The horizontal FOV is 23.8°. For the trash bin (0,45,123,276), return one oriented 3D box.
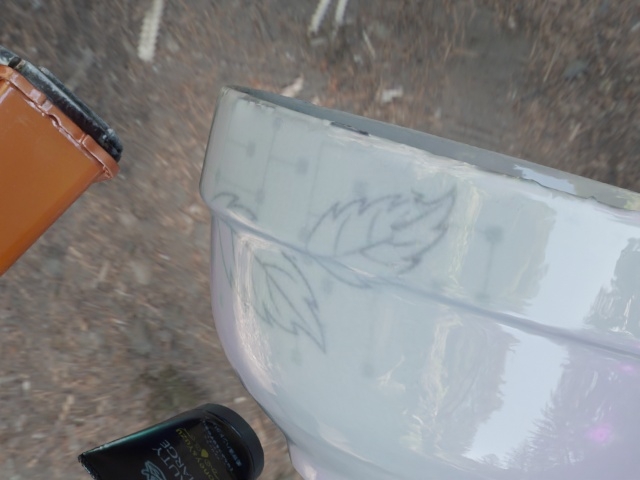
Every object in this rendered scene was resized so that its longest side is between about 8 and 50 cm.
[{"bbox_3d":[-0.343,-0.063,1.537,0.184,0.161,0.238,45,70,-17],"label":"trash bin"}]

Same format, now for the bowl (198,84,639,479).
[{"bbox_3d":[0.081,0.041,0.619,0.287,0.287,0.143,15,96,4],"label":"bowl"}]

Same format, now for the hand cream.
[{"bbox_3d":[-0.118,0.200,1.279,0.061,0.270,0.120,-41,85,15],"label":"hand cream"}]
